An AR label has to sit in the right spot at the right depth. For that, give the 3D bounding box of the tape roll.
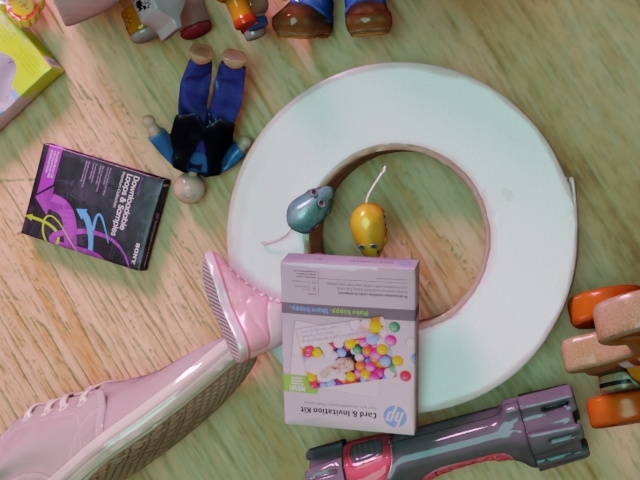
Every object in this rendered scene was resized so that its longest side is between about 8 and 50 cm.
[{"bbox_3d":[0.091,-0.004,1.339,0.392,0.072,0.391,0,92,13],"label":"tape roll"}]

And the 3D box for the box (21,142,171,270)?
[{"bbox_3d":[-0.269,-0.040,1.448,0.162,0.029,0.116,16,96,11],"label":"box"}]

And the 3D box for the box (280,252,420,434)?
[{"bbox_3d":[0.032,0.109,1.285,0.145,0.038,0.186,3,107,13],"label":"box"}]

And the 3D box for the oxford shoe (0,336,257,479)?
[{"bbox_3d":[-0.270,0.225,1.397,0.449,0.169,0.130,-36,73,15],"label":"oxford shoe"}]

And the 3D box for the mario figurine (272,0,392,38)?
[{"bbox_3d":[-0.001,-0.378,1.292,0.198,0.170,0.320,-7,100,-20],"label":"mario figurine"}]

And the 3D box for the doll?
[{"bbox_3d":[-0.139,-0.129,1.382,0.129,0.046,0.189,7,118,-13],"label":"doll"}]

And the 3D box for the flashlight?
[{"bbox_3d":[0.139,0.242,1.329,0.304,0.103,0.103,-15,84,9],"label":"flashlight"}]

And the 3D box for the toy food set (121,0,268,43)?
[{"bbox_3d":[-0.127,-0.252,1.336,0.232,0.111,0.104,-25,87,51],"label":"toy food set"}]

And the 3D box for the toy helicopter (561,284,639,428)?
[{"bbox_3d":[0.339,0.087,1.137,0.235,0.355,0.140,-13,76,19],"label":"toy helicopter"}]

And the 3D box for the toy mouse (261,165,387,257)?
[{"bbox_3d":[0.000,0.000,1.309,0.143,0.031,0.160,0,92,14],"label":"toy mouse"}]

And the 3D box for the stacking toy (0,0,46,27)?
[{"bbox_3d":[-0.407,-0.364,1.386,0.052,0.167,0.221,-39,73,-17],"label":"stacking toy"}]

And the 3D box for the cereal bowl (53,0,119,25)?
[{"bbox_3d":[-0.272,-0.411,1.295,0.141,0.339,0.338,-20,87,-8],"label":"cereal bowl"}]

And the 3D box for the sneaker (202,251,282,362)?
[{"bbox_3d":[-0.081,0.066,1.328,0.070,0.051,0.134,-16,64,-19],"label":"sneaker"}]

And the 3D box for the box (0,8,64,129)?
[{"bbox_3d":[-0.412,-0.189,1.471,0.178,0.042,0.109,-41,82,11],"label":"box"}]
